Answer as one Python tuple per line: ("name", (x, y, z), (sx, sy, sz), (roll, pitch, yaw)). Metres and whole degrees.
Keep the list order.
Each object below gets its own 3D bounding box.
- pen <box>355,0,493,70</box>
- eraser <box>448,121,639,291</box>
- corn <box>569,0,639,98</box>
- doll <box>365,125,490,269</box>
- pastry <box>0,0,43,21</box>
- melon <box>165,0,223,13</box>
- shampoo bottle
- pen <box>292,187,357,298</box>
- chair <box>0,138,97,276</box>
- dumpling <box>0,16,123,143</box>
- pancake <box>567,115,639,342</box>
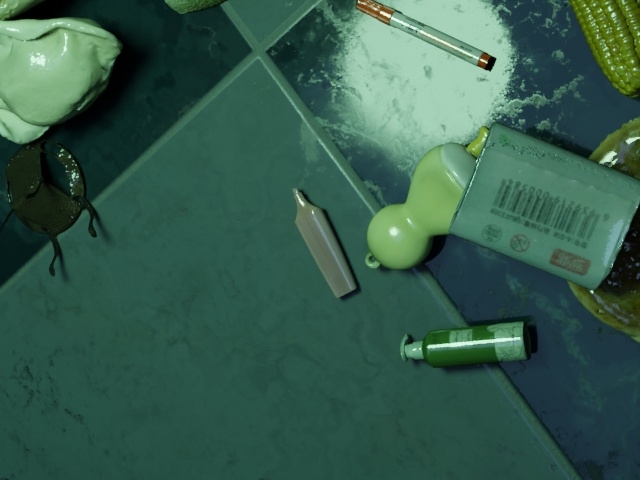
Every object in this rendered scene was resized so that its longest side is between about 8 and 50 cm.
("pen", (0.162, -0.327, 1.637), (0.239, 0.028, 0.028), (29, 104, 16))
("eraser", (0.317, -0.048, 1.473), (0.227, 0.081, 0.174), (22, 98, 3))
("corn", (0.405, -0.374, 1.486), (0.131, 0.131, 0.345), (-29, 83, 21))
("doll", (0.176, -0.052, 1.618), (0.296, 0.117, 0.141), (-41, 86, 33))
("pastry", (-0.557, -0.451, 1.797), (0.264, 0.265, 0.133), (-16, 114, 22))
("melon", (-0.176, -0.447, 1.757), (0.182, 0.054, 0.098), (-3, 78, 21))
("shampoo bottle", (0.224, 0.165, 1.638), (0.204, 0.065, 0.065), (-8, 92, 22))
("pen", (0.000, 0.000, 1.727), (0.053, 0.032, 0.197), (-27, 87, 22))
("chair", (-0.505, -0.072, 1.892), (0.174, 0.149, 0.213), (-41, 38, 22))
("dumpling", (-0.483, -0.309, 1.780), (0.242, 0.187, 0.318), (29, 132, -26))
("pancake", (0.539, -0.017, 1.492), (0.382, 0.071, 0.382), (2, 95, 23))
